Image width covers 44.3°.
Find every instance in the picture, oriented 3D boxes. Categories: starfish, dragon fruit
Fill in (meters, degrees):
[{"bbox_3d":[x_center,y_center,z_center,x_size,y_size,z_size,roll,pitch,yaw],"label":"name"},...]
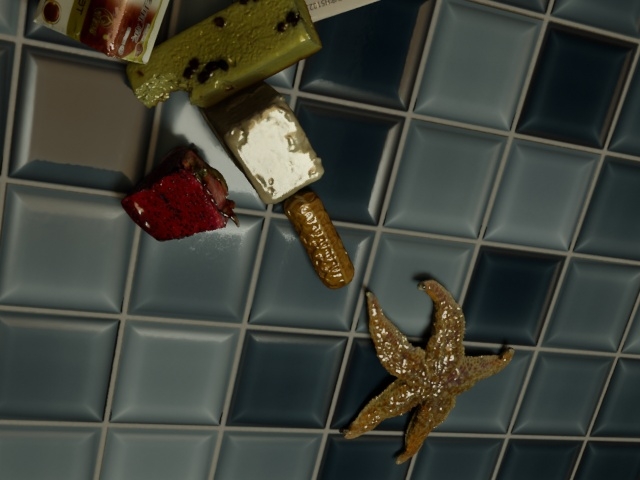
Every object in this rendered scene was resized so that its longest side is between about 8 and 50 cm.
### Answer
[{"bbox_3d":[0.150,0.212,1.198,0.299,0.060,0.302,21,103,-27],"label":"starfish"},{"bbox_3d":[-0.160,-0.063,0.968,0.147,0.096,0.102,-13,118,34],"label":"dragon fruit"}]

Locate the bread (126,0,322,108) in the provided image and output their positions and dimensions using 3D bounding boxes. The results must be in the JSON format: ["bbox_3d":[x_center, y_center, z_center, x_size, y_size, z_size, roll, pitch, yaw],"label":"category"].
[{"bbox_3d":[-0.115,-0.208,0.889,0.226,0.049,0.088,-24,81,17],"label":"bread"}]

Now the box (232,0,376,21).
[{"bbox_3d":[0.046,-0.394,0.927,0.353,0.069,0.214,-20,115,-9],"label":"box"}]

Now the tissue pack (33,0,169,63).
[{"bbox_3d":[-0.223,-0.280,0.842,0.106,0.099,0.149,24,102,9],"label":"tissue pack"}]

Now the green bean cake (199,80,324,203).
[{"bbox_3d":[-0.072,-0.123,0.924,0.085,0.179,0.109,-33,116,-3],"label":"green bean cake"}]

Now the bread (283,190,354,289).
[{"bbox_3d":[0.000,0.000,1.072,0.052,0.044,0.157,-29,116,-3],"label":"bread"}]
